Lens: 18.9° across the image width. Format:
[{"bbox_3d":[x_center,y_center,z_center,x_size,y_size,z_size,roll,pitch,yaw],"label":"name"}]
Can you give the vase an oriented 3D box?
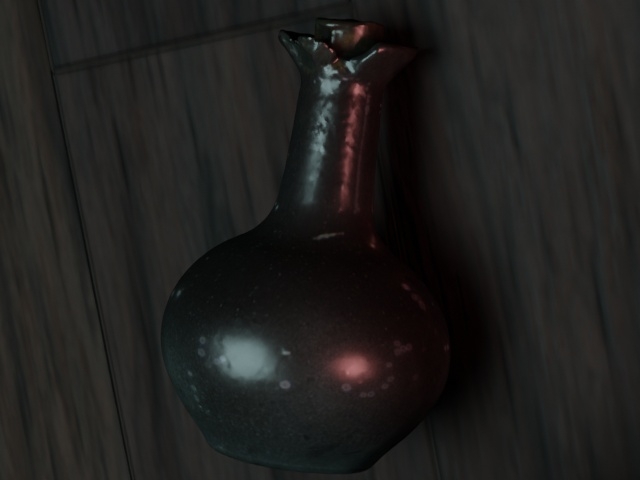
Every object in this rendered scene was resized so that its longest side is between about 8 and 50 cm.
[{"bbox_3d":[0.000,0.000,0.790,0.120,0.120,0.183,14,98,48],"label":"vase"}]
